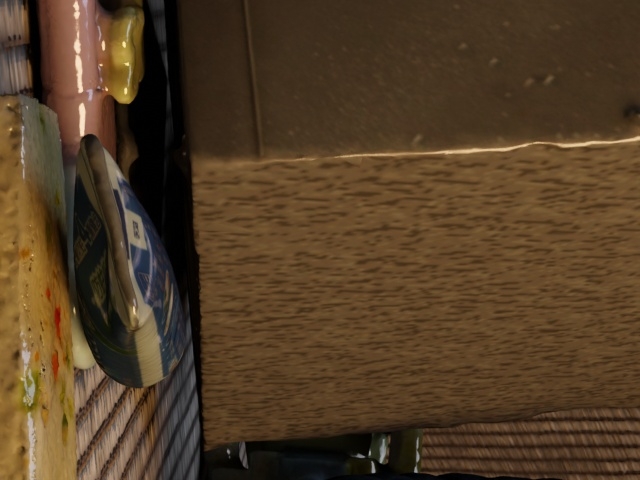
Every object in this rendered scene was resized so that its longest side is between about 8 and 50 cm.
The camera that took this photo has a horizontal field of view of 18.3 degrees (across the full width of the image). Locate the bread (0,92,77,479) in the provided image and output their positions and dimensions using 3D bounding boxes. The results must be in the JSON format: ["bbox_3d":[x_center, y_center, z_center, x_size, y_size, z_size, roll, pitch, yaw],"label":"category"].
[{"bbox_3d":[-0.093,0.031,0.608,0.068,0.028,0.153,45,43,-85],"label":"bread"}]

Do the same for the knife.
[{"bbox_3d":[-0.085,-0.147,0.699,0.132,0.038,0.398,-96,-176,-68],"label":"knife"}]

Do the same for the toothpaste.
[{"bbox_3d":[-0.062,0.018,0.640,0.197,0.035,0.057,99,-23,-76],"label":"toothpaste"}]

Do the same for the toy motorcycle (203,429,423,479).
[{"bbox_3d":[0.001,0.052,1.461,0.237,0.169,0.410,-36,126,-86],"label":"toy motorcycle"}]

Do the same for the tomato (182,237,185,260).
[{"bbox_3d":[0.000,0.000,1.252,0.151,0.187,0.187,19,65,-49],"label":"tomato"}]

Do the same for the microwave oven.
[{"bbox_3d":[0.089,-0.075,0.953,0.432,0.374,0.236,97,-13,-71],"label":"microwave oven"}]

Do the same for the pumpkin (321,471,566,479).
[{"bbox_3d":[0.084,0.268,1.121,0.363,0.363,0.266,24,74,-88],"label":"pumpkin"}]
